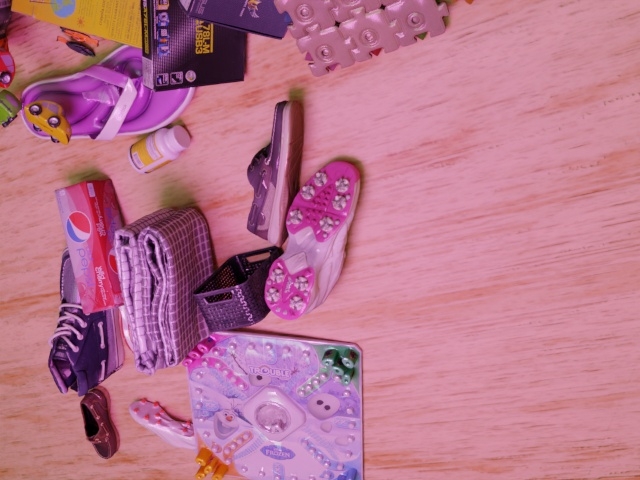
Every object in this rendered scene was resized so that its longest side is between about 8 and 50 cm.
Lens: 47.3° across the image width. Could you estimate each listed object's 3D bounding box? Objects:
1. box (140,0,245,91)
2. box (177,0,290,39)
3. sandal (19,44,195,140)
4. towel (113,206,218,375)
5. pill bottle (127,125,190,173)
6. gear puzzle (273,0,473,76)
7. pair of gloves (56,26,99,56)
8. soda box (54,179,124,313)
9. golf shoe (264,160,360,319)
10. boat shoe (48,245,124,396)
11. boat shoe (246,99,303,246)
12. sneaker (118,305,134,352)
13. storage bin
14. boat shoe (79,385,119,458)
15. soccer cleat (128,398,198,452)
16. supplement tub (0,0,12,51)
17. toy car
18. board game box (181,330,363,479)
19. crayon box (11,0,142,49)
[{"bbox_3d":[-0.209,-0.354,1.223,0.045,0.184,0.190,33,127,44],"label":"box"},{"bbox_3d":[-0.097,-0.443,1.140,0.059,0.183,0.232,57,129,36],"label":"box"},{"bbox_3d":[-0.417,-0.262,1.389,0.416,0.102,0.169,-13,108,26],"label":"sandal"},{"bbox_3d":[-0.285,0.088,1.401,0.121,0.235,0.283,-4,103,9],"label":"towel"},{"bbox_3d":[-0.309,-0.177,1.408,0.116,0.065,0.065,-21,105,28],"label":"pill bottle"},{"bbox_3d":[0.105,-0.382,1.146,0.339,0.044,0.175,-14,132,23],"label":"gear puzzle"},{"bbox_3d":[-0.457,-0.373,1.373,0.074,0.010,0.083,21,163,-21],"label":"pair of gloves"},{"bbox_3d":[-0.459,0.012,1.505,0.092,0.083,0.263,-13,91,25],"label":"soda box"},{"bbox_3d":[0.000,0.000,1.353,0.115,0.140,0.306,29,100,27],"label":"golf shoe"},{"bbox_3d":[-0.530,0.181,1.607,0.127,0.158,0.340,2,114,21],"label":"boat shoe"},{"bbox_3d":[-0.090,-0.121,1.329,0.092,0.103,0.285,13,124,10],"label":"boat shoe"},{"bbox_3d":[-0.361,0.164,1.577,0.128,0.087,0.221,-9,111,26],"label":"sneaker"},{"bbox_3d":[-0.145,0.091,1.401,0.122,0.180,0.084,-13,109,26],"label":"storage bin"},{"bbox_3d":[-0.551,0.459,1.796,0.073,0.073,0.207,3,116,19],"label":"boat shoe"},{"bbox_3d":[-0.366,0.442,1.720,0.196,0.068,0.076,22,123,7],"label":"soccer cleat"},{"bbox_3d":[-0.688,-0.502,1.324,0.207,0.207,0.337,4,115,20],"label":"supplement tub"},{"bbox_3d":[-0.583,-0.271,1.387,0.225,0.053,0.239,-6,132,51],"label":"toy car"},{"bbox_3d":[-0.105,0.382,1.573,0.390,0.050,0.389,4,115,13],"label":"board game box"},{"bbox_3d":[-0.375,-0.459,1.272,0.319,0.081,0.202,19,107,12],"label":"crayon box"}]
